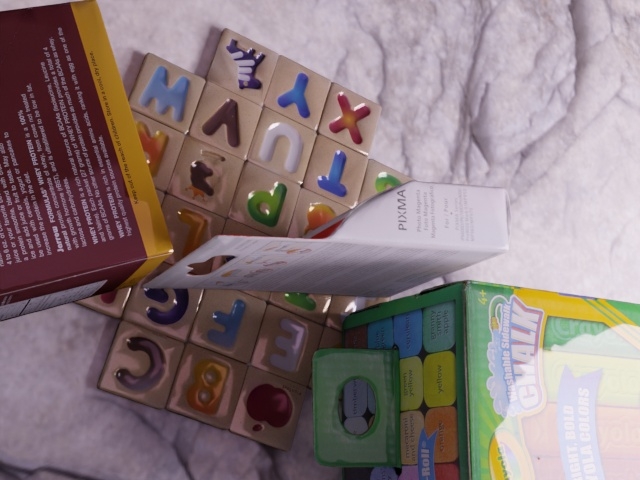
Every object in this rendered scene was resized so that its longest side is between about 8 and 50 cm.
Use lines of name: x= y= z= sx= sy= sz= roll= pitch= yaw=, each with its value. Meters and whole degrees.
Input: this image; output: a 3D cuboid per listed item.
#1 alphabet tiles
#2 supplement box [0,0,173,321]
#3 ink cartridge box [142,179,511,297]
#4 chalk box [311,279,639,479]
alphabet tiles: x=-0.057 y=-0.007 z=0.824 sx=0.285 sy=0.011 sz=0.342 roll=24 pitch=67 yaw=-20
supplement box: x=-0.236 y=-0.045 z=0.666 sx=0.194 sy=0.129 sz=0.191 roll=-15 pitch=83 yaw=-26
ink cartridge box: x=0.000 y=0.000 z=0.736 sx=0.232 sy=0.189 sz=0.066 roll=8 pitch=73 yaw=-25
chalk box: x=0.130 y=0.139 z=0.776 sx=0.289 sy=0.179 sz=0.180 roll=7 pitch=74 yaw=-29
